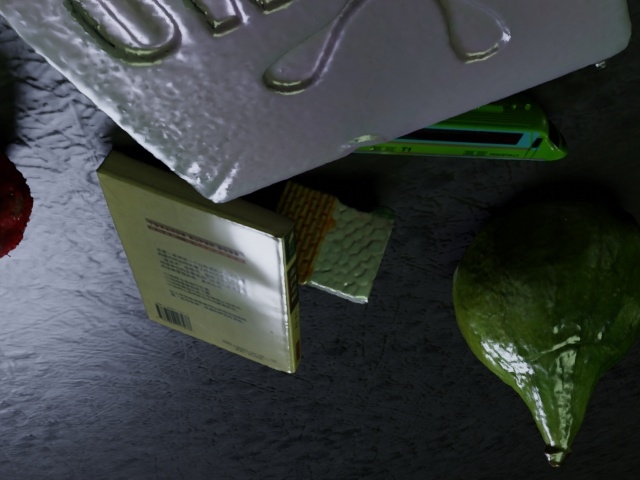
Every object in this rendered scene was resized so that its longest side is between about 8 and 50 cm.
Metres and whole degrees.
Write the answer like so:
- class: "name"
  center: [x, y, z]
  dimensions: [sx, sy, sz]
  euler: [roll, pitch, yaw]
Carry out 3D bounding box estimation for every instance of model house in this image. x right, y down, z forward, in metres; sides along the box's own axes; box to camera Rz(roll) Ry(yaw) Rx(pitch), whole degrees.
- class: "model house"
  center: [0.000, 0.000, 0.733]
  dimensions: [0.100, 0.088, 0.100]
  euler: [19, 176, -5]

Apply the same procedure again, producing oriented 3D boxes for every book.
- class: "book"
  center: [-0.094, 0.028, 0.705]
  dimensions: [0.161, 0.026, 0.231]
  euler: [20, 149, 13]

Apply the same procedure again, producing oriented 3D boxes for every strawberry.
- class: "strawberry"
  center: [-0.253, -0.030, 0.591]
  dimensions: [0.106, 0.106, 0.106]
  euler: [-9, 148, -5]

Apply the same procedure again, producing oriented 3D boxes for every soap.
- class: "soap"
  center: [-0.004, -0.163, 0.443]
  dimensions: [0.296, 0.107, 0.285]
  euler: [-20, 148, 18]

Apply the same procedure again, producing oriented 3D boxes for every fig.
- class: "fig"
  center: [0.235, 0.087, 0.794]
  dimensions: [0.203, 0.235, 0.203]
  euler: [-5, 148, -3]

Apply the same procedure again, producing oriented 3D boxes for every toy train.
- class: "toy train"
  center: [0.108, -0.093, 0.645]
  dimensions: [0.209, 0.044, 0.042]
  euler: [0, 145, -19]
